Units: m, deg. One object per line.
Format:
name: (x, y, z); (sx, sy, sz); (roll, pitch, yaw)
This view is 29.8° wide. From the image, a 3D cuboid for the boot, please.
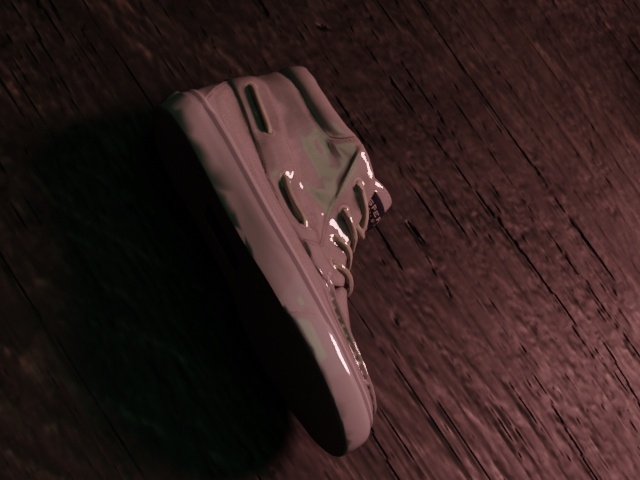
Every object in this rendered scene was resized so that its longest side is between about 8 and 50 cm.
boot: (0.000, 0.000, 0.772); (0.123, 0.095, 0.258); (-22, 77, -24)
